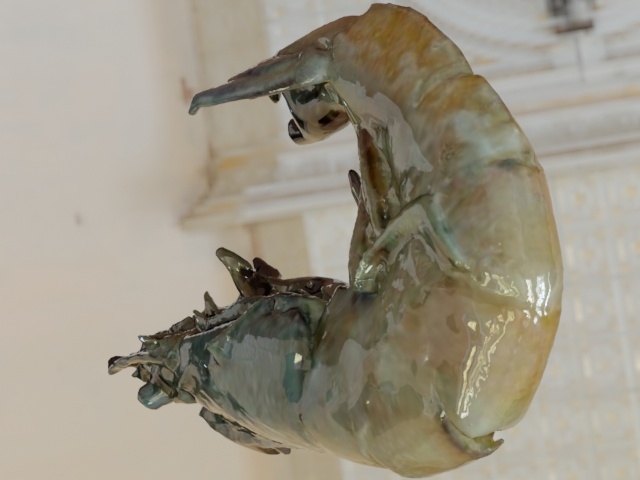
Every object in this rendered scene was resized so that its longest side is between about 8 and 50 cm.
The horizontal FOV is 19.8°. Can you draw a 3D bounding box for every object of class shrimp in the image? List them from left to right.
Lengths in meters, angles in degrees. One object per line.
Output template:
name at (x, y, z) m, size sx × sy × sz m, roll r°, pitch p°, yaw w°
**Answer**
shrimp at (-0.007, -0.001, 0.725) m, size 0.075 × 0.178 × 0.289 m, roll 4°, pitch 176°, yaw -25°
